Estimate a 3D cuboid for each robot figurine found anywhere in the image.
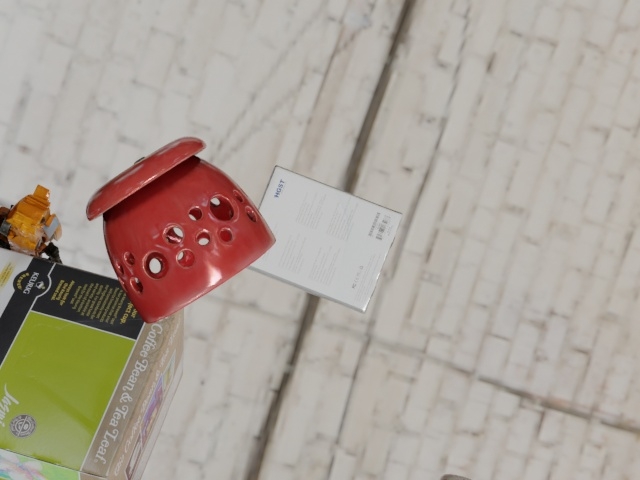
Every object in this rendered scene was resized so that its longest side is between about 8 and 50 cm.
[{"bbox_3d":[-0.494,-0.027,2.072,0.085,0.211,0.291,-63,-179,-20],"label":"robot figurine"}]

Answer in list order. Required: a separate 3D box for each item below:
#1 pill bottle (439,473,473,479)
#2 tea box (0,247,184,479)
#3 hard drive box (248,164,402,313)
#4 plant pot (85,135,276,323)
[{"bbox_3d":[0.190,0.424,1.896,0.086,0.086,0.152,-24,-141,64],"label":"pill bottle"},{"bbox_3d":[-0.402,0.227,1.934,0.220,0.323,0.329,97,10,-50],"label":"tea box"},{"bbox_3d":[0.000,0.000,2.201,0.089,0.232,0.181,69,43,-85],"label":"hard drive box"},{"bbox_3d":[-0.177,-0.018,1.578,0.191,0.174,0.191,-33,-176,3],"label":"plant pot"}]
